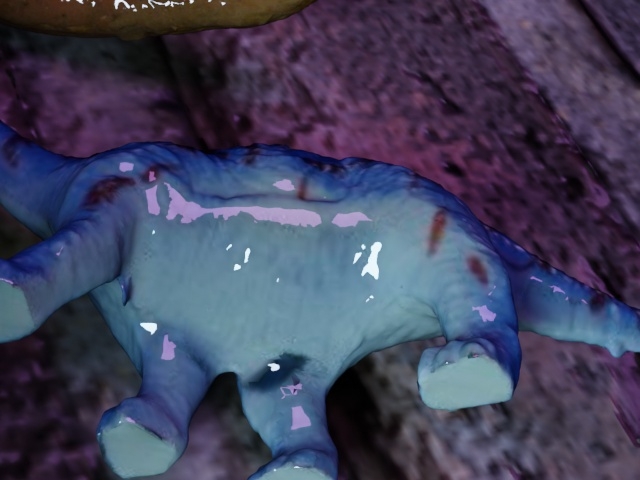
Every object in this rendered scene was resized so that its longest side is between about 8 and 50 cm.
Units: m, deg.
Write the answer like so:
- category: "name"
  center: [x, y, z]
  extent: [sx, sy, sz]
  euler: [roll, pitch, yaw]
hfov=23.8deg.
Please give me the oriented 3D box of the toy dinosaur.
- category: "toy dinosaur"
  center: [-0.016, 0.014, 0.430]
  extent: [0.329, 0.076, 0.144]
  euler: [15, 36, 4]

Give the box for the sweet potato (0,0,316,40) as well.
- category: "sweet potato"
  center: [-0.102, -0.095, 0.508]
  extent: [0.214, 0.050, 0.050]
  euler: [12, 45, -10]
